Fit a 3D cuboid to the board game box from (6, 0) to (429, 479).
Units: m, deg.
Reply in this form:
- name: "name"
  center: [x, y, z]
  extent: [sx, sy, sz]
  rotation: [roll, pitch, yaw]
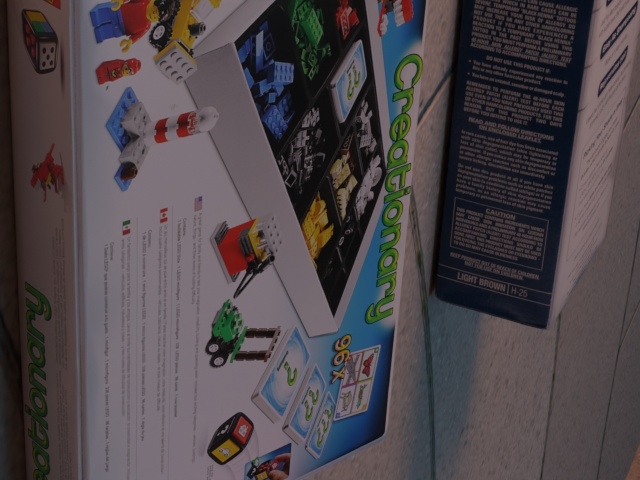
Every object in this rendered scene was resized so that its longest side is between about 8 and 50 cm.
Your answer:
- name: "board game box"
  center: [-0.042, -0.009, 0.727]
  extent: [0.193, 0.053, 0.305]
  rotation: [-20, 127, -37]

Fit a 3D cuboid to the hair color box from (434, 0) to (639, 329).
- name: "hair color box"
  center: [0.179, -0.124, 1.275]
  extent: [0.174, 0.105, 0.347]
  rotation: [-47, 147, -53]
